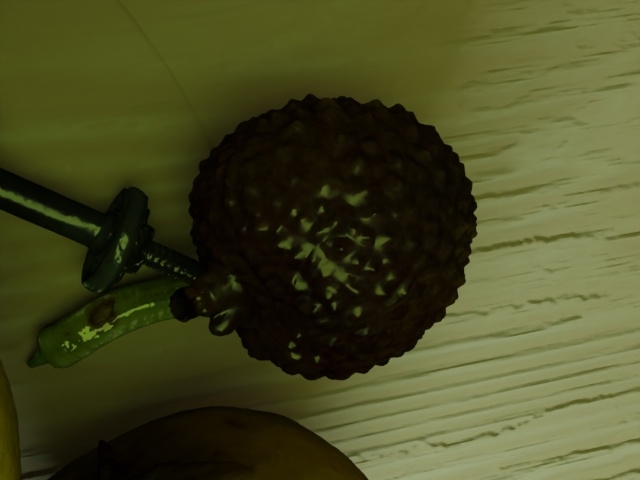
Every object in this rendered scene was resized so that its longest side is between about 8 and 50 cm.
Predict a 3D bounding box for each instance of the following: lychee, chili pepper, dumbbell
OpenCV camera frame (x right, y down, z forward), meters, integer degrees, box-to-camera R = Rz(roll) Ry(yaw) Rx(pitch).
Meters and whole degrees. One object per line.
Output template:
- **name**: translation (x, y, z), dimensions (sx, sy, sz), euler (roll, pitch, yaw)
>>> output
- **lychee**: translation (0.000, 0.000, 0.750), dimensions (0.238, 0.200, 0.200), euler (-26, 112, -27)
- **chili pepper**: translation (-0.116, 0.050, 0.810), dimensions (0.208, 0.043, 0.048), euler (-14, 96, -12)
- **dumbbell**: translation (-0.190, -0.024, 0.746), dimensions (0.254, 0.081, 0.081), euler (25, 97, -21)

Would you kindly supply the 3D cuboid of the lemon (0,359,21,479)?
- **lemon**: translation (-0.332, 0.121, 0.585), dimensions (0.348, 0.348, 0.347), euler (-4, 107, -15)

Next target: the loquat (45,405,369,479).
- **loquat**: translation (-0.079, 0.292, 0.740), dimensions (0.328, 0.328, 0.359), euler (-26, 117, -7)
